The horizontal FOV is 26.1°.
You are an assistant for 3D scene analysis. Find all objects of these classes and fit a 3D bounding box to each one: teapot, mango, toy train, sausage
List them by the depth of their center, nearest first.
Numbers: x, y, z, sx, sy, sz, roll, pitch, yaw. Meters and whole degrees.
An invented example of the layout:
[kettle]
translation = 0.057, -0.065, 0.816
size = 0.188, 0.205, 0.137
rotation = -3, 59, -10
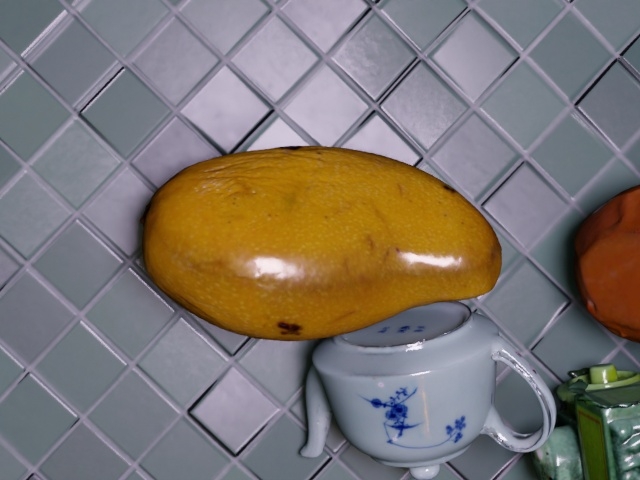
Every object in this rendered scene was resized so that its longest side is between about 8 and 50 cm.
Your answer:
[sausage]
translation = 0.331, 0.023, 1.147
size = 0.141, 0.268, 0.153
rotation = -20, 109, -45
[mango]
translation = -0.002, 0.004, 1.151
size = 0.295, 0.120, 0.177
rotation = 4, 50, -11
[teapot]
translation = 0.083, 0.135, 1.171
size = 0.232, 0.159, 0.159
rotation = -4, 93, 23
[toy train]
translation = 0.321, 0.174, 1.180
size = 0.272, 0.188, 0.159
rotation = -8, 95, -9
